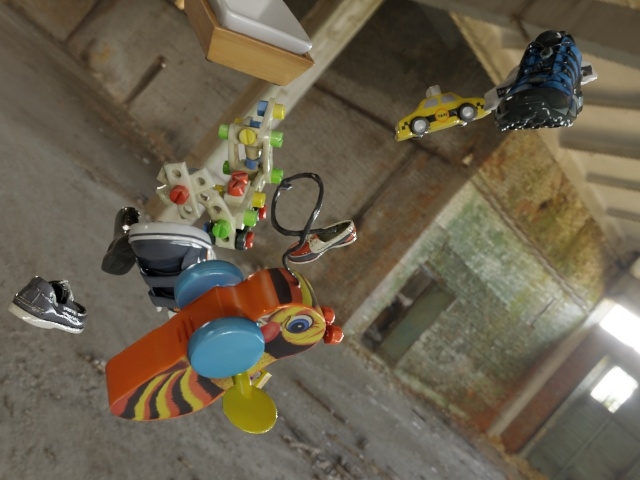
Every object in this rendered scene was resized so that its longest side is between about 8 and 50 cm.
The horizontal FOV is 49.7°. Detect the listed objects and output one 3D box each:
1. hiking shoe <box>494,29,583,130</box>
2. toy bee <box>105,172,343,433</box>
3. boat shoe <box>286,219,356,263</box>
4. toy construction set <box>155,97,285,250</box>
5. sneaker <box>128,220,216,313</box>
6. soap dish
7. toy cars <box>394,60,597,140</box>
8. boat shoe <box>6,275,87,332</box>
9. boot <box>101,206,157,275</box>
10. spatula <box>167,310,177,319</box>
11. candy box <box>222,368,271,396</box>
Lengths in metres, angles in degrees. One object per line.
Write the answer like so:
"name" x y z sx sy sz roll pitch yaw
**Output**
"hiking shoe" 0.315 -0.234 0.998 0.113 0.132 0.304 0 16 23
"toy bee" -0.060 0.092 0.671 0.162 0.298 0.195 31 46 -41
"boat shoe" 0.000 0.000 1.255 0.043 0.137 0.049 73 -4 -58
"toy construction set" -0.158 -0.112 1.259 0.151 0.215 0.328 19 35 16
"sneaker" -0.245 0.058 1.210 0.126 0.127 0.321 -1 -14 5
"soap dish" -0.162 -0.453 1.456 0.229 0.118 0.291 12 35 -33
"toy cars" 0.302 -0.274 1.282 0.176 0.393 0.087 -19 95 -46
"boat shoe" -0.388 0.092 1.027 0.075 0.065 0.206 30 -6 6
"boot" -0.372 -0.029 1.375 0.077 0.198 0.137 28 50 -37
"spatula" -0.333 0.158 1.836 0.019 0.168 0.242 -78 167 -48
"candy box" -0.223 0.302 1.608 0.206 0.105 0.027 27 -19 32
